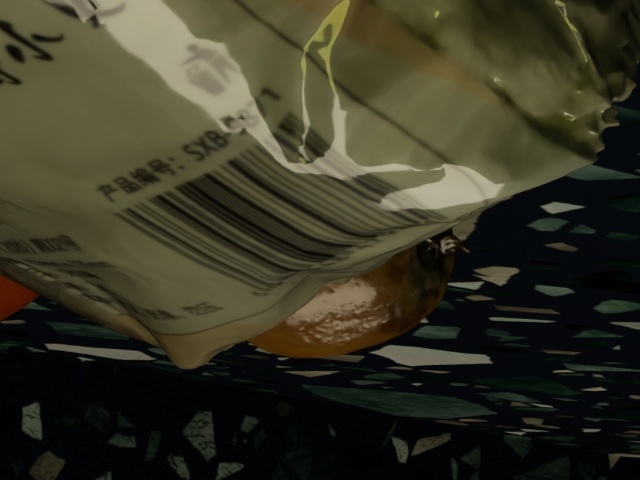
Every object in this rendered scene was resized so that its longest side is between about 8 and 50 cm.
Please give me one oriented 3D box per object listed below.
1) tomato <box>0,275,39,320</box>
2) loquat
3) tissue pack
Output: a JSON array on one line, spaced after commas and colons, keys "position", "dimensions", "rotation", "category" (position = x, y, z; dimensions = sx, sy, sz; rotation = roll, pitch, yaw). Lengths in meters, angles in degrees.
[{"position": [-0.211, -0.075, 1.076], "dimensions": [0.260, 0.259, 0.180], "rotation": [-8, -158, 47], "category": "tomato"}, {"position": [0.000, 0.000, 1.449], "dimensions": [0.234, 0.176, 0.187], "rotation": [3, -175, 24], "category": "loquat"}, {"position": [-0.097, -0.092, 0.791], "dimensions": [0.390, 0.195, 0.375], "rotation": [33, 141, -30], "category": "tissue pack"}]
